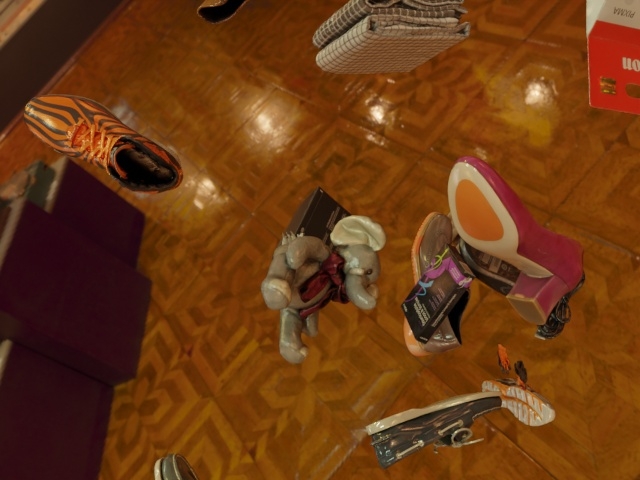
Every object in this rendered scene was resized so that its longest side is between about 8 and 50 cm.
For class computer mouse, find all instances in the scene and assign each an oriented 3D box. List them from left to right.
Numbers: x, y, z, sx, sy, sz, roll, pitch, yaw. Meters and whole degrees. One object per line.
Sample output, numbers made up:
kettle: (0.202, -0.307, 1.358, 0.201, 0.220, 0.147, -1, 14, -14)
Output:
computer mouse: (0.400, 0.070, 1.229, 0.189, 0.272, 0.072, -55, -3, -24)

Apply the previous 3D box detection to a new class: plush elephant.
plush elephant: (0.028, 0.089, 1.332, 0.255, 0.272, 0.330, -4, 39, 7)

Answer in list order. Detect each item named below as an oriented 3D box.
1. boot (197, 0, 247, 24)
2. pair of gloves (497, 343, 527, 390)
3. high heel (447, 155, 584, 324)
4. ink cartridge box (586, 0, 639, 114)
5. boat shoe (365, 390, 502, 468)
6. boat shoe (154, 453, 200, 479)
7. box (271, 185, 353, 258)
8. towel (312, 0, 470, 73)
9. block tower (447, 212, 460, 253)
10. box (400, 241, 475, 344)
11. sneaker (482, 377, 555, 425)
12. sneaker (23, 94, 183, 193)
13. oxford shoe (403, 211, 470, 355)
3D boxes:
boot: (-0.062, -0.487, 0.929, 0.264, 0.096, 0.281, -7, 45, 41)
pair of gloves: (0.381, 0.249, 1.162, 0.010, 0.083, 0.074, -42, 14, 33)
high heel: (0.224, -0.022, 0.640, 0.117, 0.244, 0.082, -51, 28, -21)
ink cartridge box: (0.651, -0.432, 1.105, 0.091, 0.307, 0.386, 171, 101, -70)
boat shoe: (0.198, 0.303, 0.959, 0.095, 0.254, 0.079, -48, 55, 56)
boat shoe: (-0.158, 0.455, 0.939, 0.099, 0.116, 0.319, -42, 53, -5)
box: (0.000, 0.000, 1.617, 0.103, 0.184, 0.261, -37, 18, 37)
towel: (0.152, -0.460, 1.280, 0.235, 0.283, 0.122, -11, 90, 63)
block tower: (0.467, 0.043, 1.561, 0.335, 0.091, 0.097, 36, 51, 10)
box: (0.215, 0.097, 1.095, 0.162, 0.029, 0.116, -60, 19, 20)
sneaker: (0.483, 0.375, 1.407, 0.215, 0.083, 0.084, -165, 70, -65)
sneaker: (-0.409, -0.188, 1.116, 0.125, 0.320, 0.180, -67, 16, 5)
oxford shoe: (0.290, 0.091, 1.360, 0.132, 0.130, 0.364, -12, 56, 37)
